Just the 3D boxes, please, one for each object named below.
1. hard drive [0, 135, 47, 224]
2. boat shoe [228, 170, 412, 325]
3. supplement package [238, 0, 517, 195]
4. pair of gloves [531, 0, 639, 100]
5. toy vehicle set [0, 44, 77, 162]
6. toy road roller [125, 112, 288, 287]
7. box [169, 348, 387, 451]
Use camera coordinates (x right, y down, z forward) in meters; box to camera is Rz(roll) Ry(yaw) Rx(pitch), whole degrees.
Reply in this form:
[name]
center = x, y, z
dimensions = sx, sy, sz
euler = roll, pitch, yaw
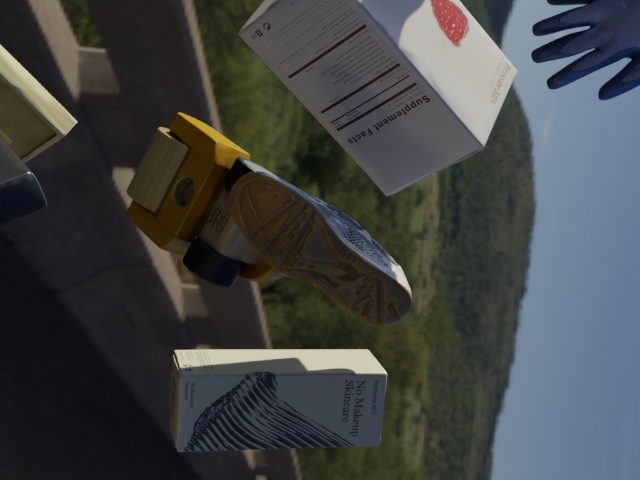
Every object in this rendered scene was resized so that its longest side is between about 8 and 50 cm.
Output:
[hard drive]
center = -0.455, -0.060, 1.119
dimensions = 0.254, 0.172, 0.054
euler = -21, 140, -33
[boat shoe]
center = 0.000, 0.000, 1.283
dimensions = 0.098, 0.277, 0.096
euler = -42, -160, 24
[supplement package]
center = 0.079, -0.238, 1.281
dimensions = 0.175, 0.293, 0.178
euler = -26, -154, 43
[pair of gloves]
center = 0.221, -0.211, 0.763
dimensions = 0.023, 0.159, 0.198
euler = 12, 60, -75
[toy vehicle set]
center = -0.482, -0.170, 1.426
dimensions = 0.166, 0.266, 0.035
euler = 48, 46, -22
[toy road roller]
center = -0.150, -0.051, 1.722
dimensions = 0.240, 0.329, 0.203
euler = 19, 103, -49
[box]
center = -0.057, 0.209, 1.332
dimensions = 0.094, 0.275, 0.113
euler = -135, -133, -71
